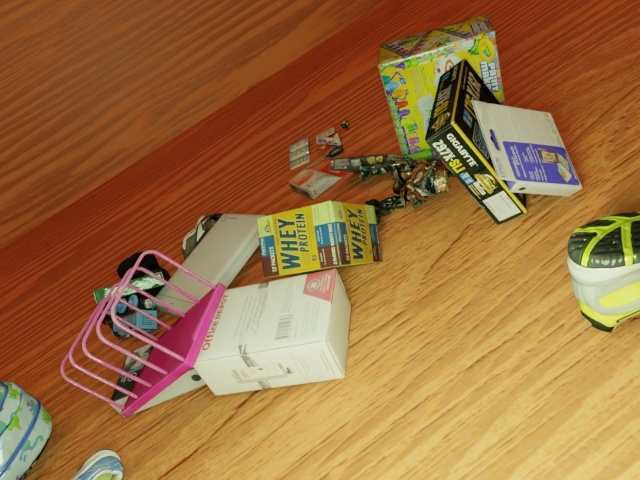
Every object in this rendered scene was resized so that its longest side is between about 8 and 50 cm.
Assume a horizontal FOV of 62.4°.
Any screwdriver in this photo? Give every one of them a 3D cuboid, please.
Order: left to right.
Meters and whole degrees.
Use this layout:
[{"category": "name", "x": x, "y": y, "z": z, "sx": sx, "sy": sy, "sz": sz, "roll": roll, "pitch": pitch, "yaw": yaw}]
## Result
[{"category": "screwdriver", "x": 0.002, "y": -0.277, "z": 1.802, "sx": 0.170, "sy": 0.025, "sz": 0.024, "roll": -24, "pitch": 31, "yaw": 10}]

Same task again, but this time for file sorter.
[{"category": "file sorter", "x": -0.366, "y": 0.185, "z": 1.066, "sx": 0.291, "sy": 0.182, "sz": 0.202, "roll": -39, "pitch": 24, "yaw": 36}]

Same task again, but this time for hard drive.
[{"category": "hard drive", "x": -0.308, "y": 0.066, "z": 1.510, "sx": 0.233, "sy": 0.047, "sz": 0.353, "roll": 5, "pitch": 51, "yaw": 46}]

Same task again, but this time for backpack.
[{"category": "backpack", "x": -0.773, "y": 0.489, "z": 1.168, "sx": 0.290, "sy": 0.273, "sz": 0.355, "roll": -8, "pitch": 24, "yaw": 45}]

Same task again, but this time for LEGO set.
[{"category": "LEGO set", "x": -0.010, "y": -0.364, "z": 1.914, "sx": 0.245, "sy": 0.060, "sz": 0.182, "roll": -23, "pitch": 35, "yaw": 13}]

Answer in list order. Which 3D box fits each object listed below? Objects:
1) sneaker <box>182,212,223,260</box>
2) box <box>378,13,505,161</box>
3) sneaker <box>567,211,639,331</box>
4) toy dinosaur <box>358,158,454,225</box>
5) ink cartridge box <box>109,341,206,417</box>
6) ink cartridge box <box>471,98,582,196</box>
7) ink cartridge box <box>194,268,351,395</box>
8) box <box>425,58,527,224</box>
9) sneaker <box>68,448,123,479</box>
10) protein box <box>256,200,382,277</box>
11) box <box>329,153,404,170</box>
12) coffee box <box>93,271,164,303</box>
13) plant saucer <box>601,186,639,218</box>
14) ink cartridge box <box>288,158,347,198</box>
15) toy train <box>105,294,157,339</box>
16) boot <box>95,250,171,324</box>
[{"category": "sneaker", "x": -0.364, "y": -0.018, "z": 1.690, "sx": 0.106, "sy": 0.078, "sz": 0.234, "roll": -19, "pitch": 30, "yaw": 24}, {"category": "box", "x": 0.323, "y": -0.384, "z": 1.377, "sx": 0.280, "sy": 0.289, "sz": 0.177, "roll": -11, "pitch": 33, "yaw": 16}, {"category": "sneaker", "x": 0.541, "y": 0.019, "z": 0.784, "sx": 0.385, "sy": 0.147, "sz": 0.145, "roll": -13, "pitch": 27, "yaw": -5}, {"category": "toy dinosaur", "x": 0.218, "y": -0.138, "z": 1.321, "sx": 0.219, "sy": 0.164, "sz": 0.322, "roll": -15, "pitch": -8, "yaw": -1}, {"category": "ink cartridge box", "x": -0.318, "y": 0.278, "z": 1.226, "sx": 0.333, "sy": 0.065, "sz": 0.165, "roll": -24, "pitch": 30, "yaw": 11}, {"category": "ink cartridge box", "x": 0.413, "y": -0.190, "z": 1.090, "sx": 0.045, "sy": 0.209, "sz": 0.206, "roll": 124, "pitch": 144, "yaw": -54}, {"category": "ink cartridge box", "x": -0.092, "y": 0.184, "z": 1.077, "sx": 0.283, "sy": 0.117, "sz": 0.207, "roll": -12, "pitch": 35, "yaw": 17}, {"category": "box", "x": 0.355, "y": -0.228, "z": 1.174, "sx": 0.079, "sy": 0.257, "sz": 0.322, "roll": -33, "pitch": 23, "yaw": 38}, {"category": "sneaker", "x": -0.469, "y": 0.499, "z": 1.011, "sx": 0.081, "sy": 0.080, "sz": 0.211, "roll": 5, "pitch": 46, "yaw": 50}, {"category": "protein box", "x": 0.000, "y": 0.000, "z": 1.185, "sx": 0.200, "sy": 0.135, "sz": 0.201, "roll": -11, "pitch": -5, "yaw": 31}, {"category": "box", "x": 0.137, "y": -0.221, "z": 1.524, "sx": 0.114, "sy": 0.036, "sz": 0.207, "roll": -3, "pitch": 5, "yaw": -45}, {"category": "coffee box", "x": -0.534, "y": 0.133, "z": 1.488, "sx": 0.184, "sy": 0.040, "sz": 0.113, "roll": -16, "pitch": -1, "yaw": -18}, {"category": "plant saucer", "x": 0.592, "y": -0.042, "z": 0.913, "sx": 0.200, "sy": 0.037, "sz": 0.200, "roll": -22, "pitch": 31, "yaw": 14}, {"category": "ink cartridge box", "x": 0.003, "y": -0.211, "z": 1.685, "sx": 0.179, "sy": 0.045, "sz": 0.145, "roll": -42, "pitch": 32, "yaw": -13}, {"category": "toy train", "x": -0.527, "y": 0.215, "z": 1.469, "sx": 0.184, "sy": 0.080, "sz": 0.105, "roll": -19, "pitch": 67, "yaw": 36}, {"category": "boot", "x": -0.596, "y": 0.141, "z": 1.642, "sx": 0.247, "sy": 0.094, "sz": 0.207, "roll": -37, "pitch": 32, "yaw": -18}]
